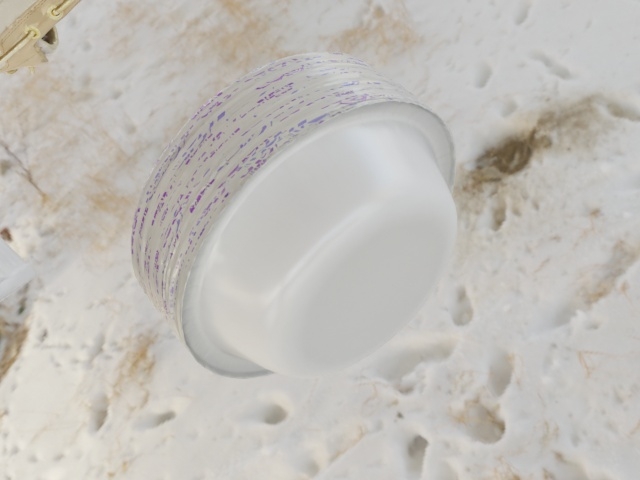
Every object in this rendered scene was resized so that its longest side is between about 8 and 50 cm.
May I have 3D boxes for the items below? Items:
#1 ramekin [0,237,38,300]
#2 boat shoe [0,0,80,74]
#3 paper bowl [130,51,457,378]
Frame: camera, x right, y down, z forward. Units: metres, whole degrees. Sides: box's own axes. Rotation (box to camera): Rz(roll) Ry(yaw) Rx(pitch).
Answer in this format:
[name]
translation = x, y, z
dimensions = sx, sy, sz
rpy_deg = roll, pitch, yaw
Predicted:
[ramekin]
translation = -0.596, 0.081, 1.179
dimensions = 0.273, 0.127, 0.273
rpy_deg = -33, 11, 7
[boat shoe]
translation = -0.152, -0.107, 0.361
dimensions = 0.170, 0.059, 0.062
rpy_deg = -30, 57, 31
[paper bowl]
translation = 0.000, 0.000, 0.629
dimensions = 0.284, 0.284, 0.148
rpy_deg = -42, 56, -5
